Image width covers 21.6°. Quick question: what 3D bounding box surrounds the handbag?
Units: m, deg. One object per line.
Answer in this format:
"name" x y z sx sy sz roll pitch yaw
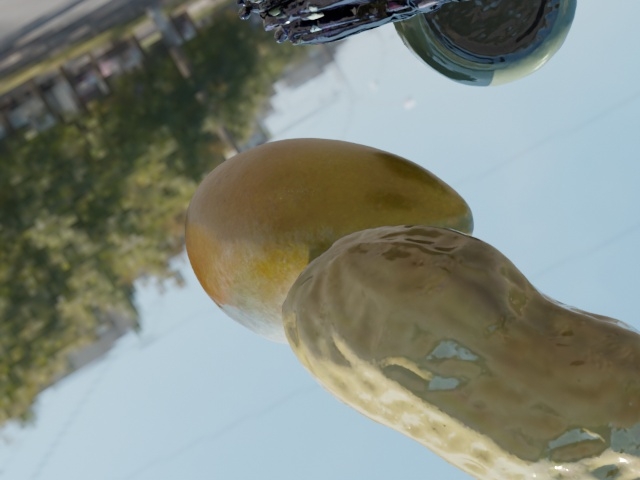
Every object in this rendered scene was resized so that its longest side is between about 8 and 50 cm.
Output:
"handbag" 0.037 -0.230 1.216 0.260 0.113 0.162 -9 -116 46

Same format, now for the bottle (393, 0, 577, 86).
"bottle" 0.142 -0.245 1.652 0.168 0.168 0.347 -30 -170 2

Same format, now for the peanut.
"peanut" 0.116 0.083 1.130 0.152 0.313 0.152 -43 149 -33

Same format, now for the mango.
"mango" 0.000 0.000 1.651 0.384 0.221 0.199 -4 -139 53
